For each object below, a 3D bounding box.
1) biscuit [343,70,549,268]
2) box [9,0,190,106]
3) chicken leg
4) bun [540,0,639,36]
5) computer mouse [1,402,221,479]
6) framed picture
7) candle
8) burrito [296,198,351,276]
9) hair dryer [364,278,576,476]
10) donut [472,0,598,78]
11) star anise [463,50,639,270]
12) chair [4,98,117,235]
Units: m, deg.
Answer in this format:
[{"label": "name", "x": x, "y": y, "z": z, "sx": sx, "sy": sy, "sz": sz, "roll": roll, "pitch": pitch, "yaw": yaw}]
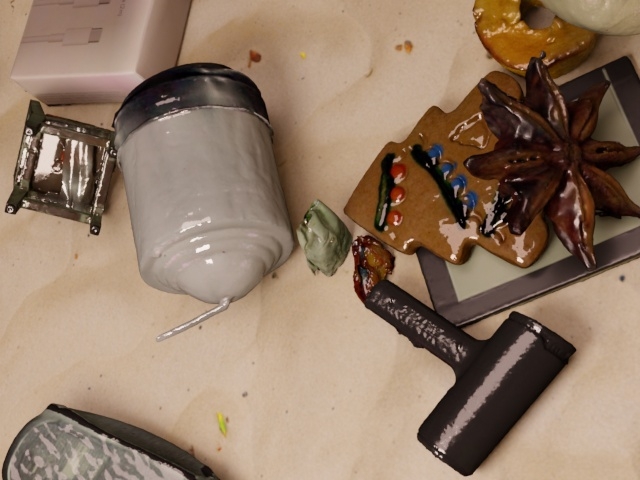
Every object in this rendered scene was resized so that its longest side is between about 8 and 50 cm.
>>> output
[{"label": "biscuit", "x": 0.169, "y": -0.071, "z": 1.380, "sx": 0.301, "sy": 0.043, "sz": 0.278, "roll": -19, "pitch": 63, "yaw": 18}, {"label": "box", "x": -0.346, "y": -0.327, "z": 1.712, "sx": 0.251, "sy": 0.106, "sz": 0.203, "roll": 3, "pitch": 70, "yaw": 25}, {"label": "chicken leg", "x": 0.073, "y": 0.058, "z": 1.401, "sx": 0.062, "sy": 0.037, "sz": 0.145, "roll": -12, "pitch": 64, "yaw": 4}, {"label": "bun", "x": 0.361, "y": -0.382, "z": 1.327, "sx": 0.272, "sy": 0.168, "sz": 0.273, "roll": 3, "pitch": 56, "yaw": -5}, {"label": "computer mouse", "x": -0.244, "y": 0.347, "z": 1.384, "sx": 0.374, "sy": 0.114, "sz": 0.203, "roll": 29, "pitch": 81, "yaw": 24}, {"label": "framed picture", "x": 0.273, "y": -0.060, "z": 1.361, "sx": 0.347, "sy": 0.016, "sz": 0.265, "roll": -24, "pitch": 62, "yaw": 14}, {"label": "candle", "x": -0.151, "y": -0.054, "z": 1.443, "sx": 0.221, "sy": 0.221, "sz": 0.343, "roll": -23, "pitch": 65, "yaw": 15}, {"label": "burrito", "x": 0.002, "y": -0.003, "z": 1.408, "sx": 0.044, "sy": 0.118, "sz": 0.074, "roll": 29, "pitch": 76, "yaw": 27}, {"label": "hair dryer", "x": 0.149, "y": 0.134, "z": 1.299, "sx": 0.251, "sy": 0.089, "sz": 0.197, "roll": 39, "pitch": 91, "yaw": 32}, {"label": "donut", "x": 0.288, "y": -0.289, "z": 1.420, "sx": 0.162, "sy": 0.065, "sz": 0.178, "roll": -22, "pitch": 61, "yaw": 10}, {"label": "star anise", "x": 0.271, "y": -0.088, "z": 1.276, "sx": 0.102, "sy": 0.272, "sz": 0.272, "roll": -31, "pitch": 48, "yaw": 60}, {"label": "chair", "x": -0.384, "y": -0.116, "z": 1.622, "sx": 0.270, "sy": 0.147, "sz": 0.136, "roll": -130, "pitch": 54, "yaw": -71}]
